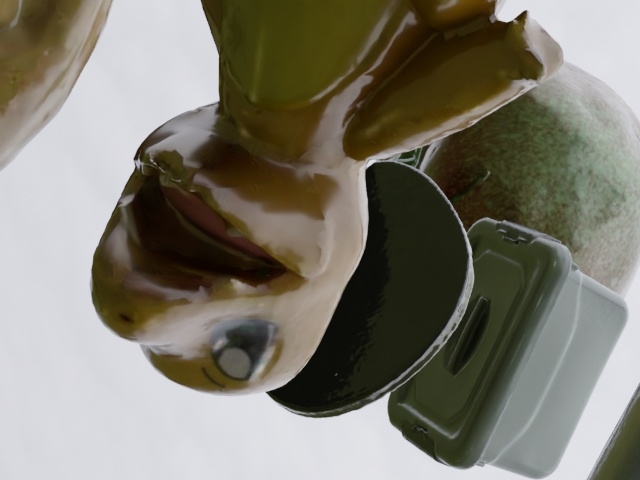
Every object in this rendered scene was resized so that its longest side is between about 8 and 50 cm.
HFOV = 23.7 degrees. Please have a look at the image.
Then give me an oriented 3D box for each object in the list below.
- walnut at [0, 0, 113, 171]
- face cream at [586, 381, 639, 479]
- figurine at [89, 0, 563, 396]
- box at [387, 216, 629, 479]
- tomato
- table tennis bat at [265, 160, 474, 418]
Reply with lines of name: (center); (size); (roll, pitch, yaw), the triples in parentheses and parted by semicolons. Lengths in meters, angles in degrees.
walnut: (-0.320, -0.177, 1.002); (0.383, 0.383, 0.384); (14, -72, 54)
face cream: (0.181, 0.096, 0.600); (0.137, 0.234, 0.420); (53, -45, 43)
figurine: (0.006, -0.040, 0.395); (0.121, 0.122, 0.176); (33, -77, 24)
box: (0.135, 0.082, 1.067); (0.172, 0.092, 0.124); (-64, -152, 1)
tomato: (0.175, -0.028, 1.398); (0.303, 0.239, 0.303); (-60, -165, 27)
table tennis bat: (0.000, 0.000, 0.833); (0.138, 0.022, 0.246); (-39, -142, 6)
